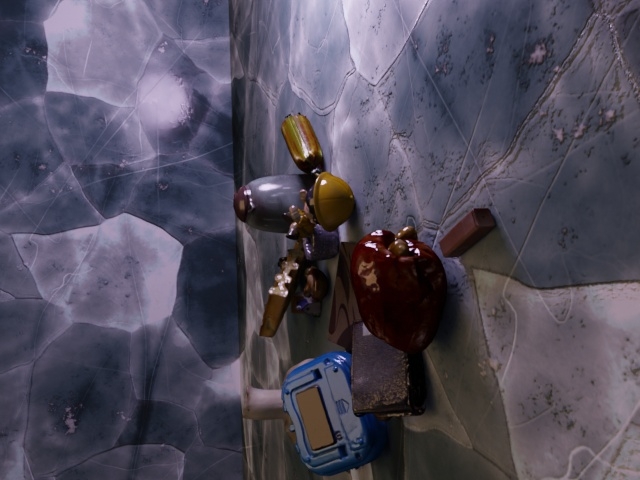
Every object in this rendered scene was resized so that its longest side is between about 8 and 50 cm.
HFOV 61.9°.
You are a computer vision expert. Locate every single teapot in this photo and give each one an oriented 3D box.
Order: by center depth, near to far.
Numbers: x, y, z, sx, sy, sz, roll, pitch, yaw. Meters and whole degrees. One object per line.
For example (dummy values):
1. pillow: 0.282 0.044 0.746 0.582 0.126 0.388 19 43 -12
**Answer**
1. teapot: -0.189 -0.149 2.070 0.315 0.313 0.233 -149 61 -67

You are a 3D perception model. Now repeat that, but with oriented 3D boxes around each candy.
1. candy: -0.046 0.153 2.114 0.201 0.061 0.060 116 146 -67

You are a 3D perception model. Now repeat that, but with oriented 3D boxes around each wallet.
1. wallet: 0.170 0.324 1.396 0.221 0.072 0.262 -23 63 48

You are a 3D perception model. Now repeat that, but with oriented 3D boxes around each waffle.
1. waffle: -0.140 0.184 2.107 0.304 0.078 0.348 107 -175 -47

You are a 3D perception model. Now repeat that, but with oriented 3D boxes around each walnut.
1. walnut: 0.181 0.111 1.251 0.244 0.222 0.268 -60 -27 -65

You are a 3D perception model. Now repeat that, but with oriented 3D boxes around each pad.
1. pad: 0.092 0.171 1.659 0.220 0.004 0.329 7 89 63

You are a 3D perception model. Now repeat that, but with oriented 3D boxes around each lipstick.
1. lipstick: 0.302 -0.014 1.108 0.145 0.045 0.045 121 140 -59

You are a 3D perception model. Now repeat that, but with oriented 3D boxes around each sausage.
1. sausage: -0.055 -0.338 1.962 0.125 0.117 0.317 87 165 -48

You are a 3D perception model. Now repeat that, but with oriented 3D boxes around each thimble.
1. thimble: 0.000 -0.003 1.875 0.150 0.098 0.149 178 90 -71

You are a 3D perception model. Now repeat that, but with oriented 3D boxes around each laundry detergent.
1. laundry detergent: 0.086 0.272 1.724 0.206 0.061 0.096 -114 26 -47

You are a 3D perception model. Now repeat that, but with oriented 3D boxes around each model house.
1. model house: -0.059 0.255 2.066 0.100 0.100 0.087 -132 44 -60

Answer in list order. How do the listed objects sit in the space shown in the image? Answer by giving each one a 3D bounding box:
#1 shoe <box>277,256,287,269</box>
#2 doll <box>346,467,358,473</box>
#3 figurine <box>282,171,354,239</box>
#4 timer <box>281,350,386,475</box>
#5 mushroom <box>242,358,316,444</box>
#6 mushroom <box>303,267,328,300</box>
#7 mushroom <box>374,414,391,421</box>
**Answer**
1. shoe: -0.151 0.109 2.355 0.179 0.071 0.049 133 131 -71
2. doll: 0.101 0.667 1.729 0.096 0.070 0.195 14 105 38
3. figurine: 0.000 -0.102 1.718 0.257 0.167 0.192 -36 33 45
4. timer: 0.030 0.526 1.621 0.309 0.115 0.339 -32 67 30
5. mushroom: -0.104 0.568 1.886 0.314 0.337 0.314 -174 90 -78
6. mushroom: -0.019 0.161 1.962 0.127 0.087 0.127 173 90 -71
7. mushroom: 0.169 0.435 1.480 0.109 0.085 0.126 16 112 42
